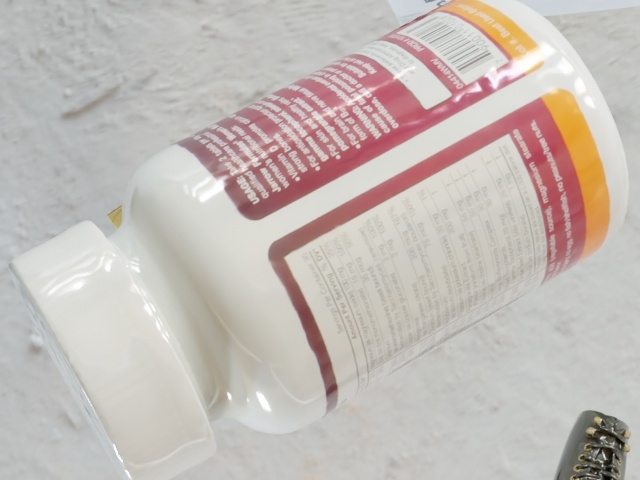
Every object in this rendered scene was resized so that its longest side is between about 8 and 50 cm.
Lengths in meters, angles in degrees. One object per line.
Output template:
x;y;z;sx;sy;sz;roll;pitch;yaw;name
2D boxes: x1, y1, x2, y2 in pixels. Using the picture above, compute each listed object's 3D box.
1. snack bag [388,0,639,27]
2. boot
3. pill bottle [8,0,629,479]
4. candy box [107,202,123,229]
0.198;-0.281;1.220;0.323;0.342;0.037;-4;77;15;snack bag
0.185;0.173;0.889;0.077;0.198;0.137;25;78;-3;boot
0.000;0.000;0.511;0.221;0.121;0.121;-29;92;-15;pill bottle
-0.163;0.017;1.561;0.053;0.109;0.186;-32;97;28;candy box
